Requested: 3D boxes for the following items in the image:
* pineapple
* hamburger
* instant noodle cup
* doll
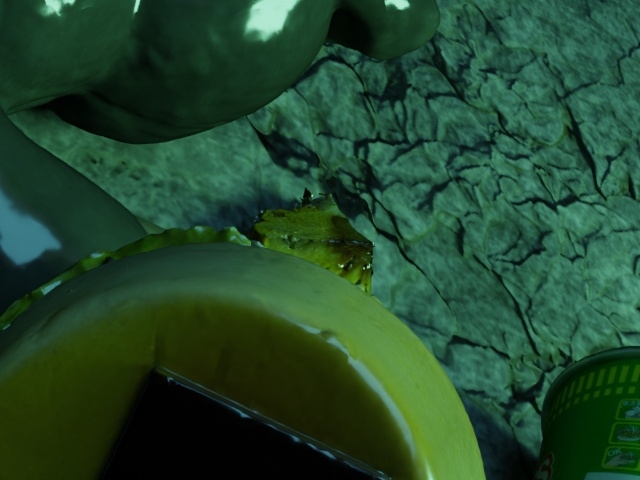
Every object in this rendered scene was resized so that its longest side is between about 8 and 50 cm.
[{"bbox_3d":[0.000,0.000,1.348,0.114,0.077,0.114,35,27,-27],"label":"pineapple"},{"bbox_3d":[-0.063,0.136,0.994,0.300,0.300,0.176,52,3,0],"label":"hamburger"},{"bbox_3d":[0.214,0.219,1.295,0.207,0.207,0.233,42,45,-12],"label":"instant noodle cup"},{"bbox_3d":[-0.129,-0.091,1.219,0.382,0.252,0.379,8,87,-38],"label":"doll"}]
